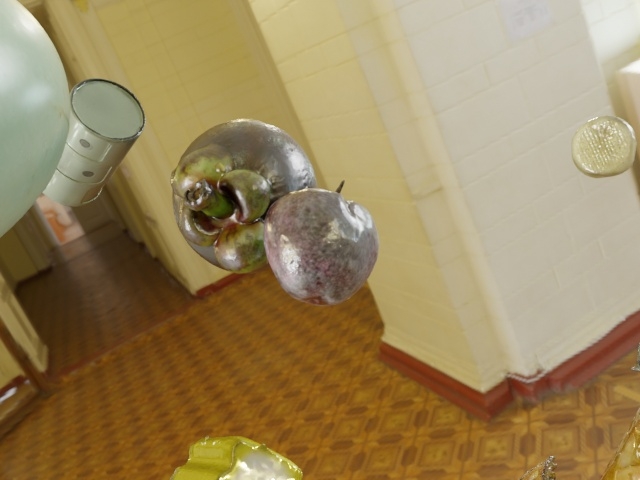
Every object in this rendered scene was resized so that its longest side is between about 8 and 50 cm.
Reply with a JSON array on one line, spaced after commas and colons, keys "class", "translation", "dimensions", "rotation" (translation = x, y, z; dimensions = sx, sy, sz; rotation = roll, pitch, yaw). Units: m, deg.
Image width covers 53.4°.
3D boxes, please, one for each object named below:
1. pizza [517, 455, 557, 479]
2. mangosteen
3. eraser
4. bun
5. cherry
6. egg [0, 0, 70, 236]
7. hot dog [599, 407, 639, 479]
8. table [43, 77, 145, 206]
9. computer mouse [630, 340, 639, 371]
[{"class": "pizza", "translation": [0.189, 0.264, 0.608], "dimensions": [0.100, 0.029, 0.099], "rotation": [-47, -6, -48]}, {"class": "mangosteen", "translation": [-0.150, -0.083, 1.287], "dimensions": [0.330, 0.330, 0.330], "rotation": [-22, 15, 6]}, {"class": "eraser", "translation": [-0.108, 0.263, 0.588], "dimensions": [0.158, 0.069, 0.226], "rotation": [-64, 12, -26]}, {"class": "bun", "translation": [0.383, -0.126, 0.859], "dimensions": [0.086, 0.086, 0.055], "rotation": [-12, -5, 36]}, {"class": "cherry", "translation": [-0.001, 0.010, 1.011], "dimensions": [0.195, 0.195, 0.195], "rotation": [-22, 15, 6]}, {"class": "egg", "translation": [-0.227, -0.062, 0.324], "dimensions": [0.168, 0.168, 0.231], "rotation": [-17, 21, 23]}, {"class": "hot dog", "translation": [0.384, 0.132, 0.534], "dimensions": [0.185, 0.405, 0.223], "rotation": [29, 7, 28]}, {"class": "table", "translation": [-0.407, -0.166, 1.112], "dimensions": [0.220, 0.126, 0.126], "rotation": [-37, 2, 43]}, {"class": "computer mouse", "translation": [0.603, 0.183, 0.984], "dimensions": [0.071, 0.126, 0.231], "rotation": [7, -27, -42]}]
